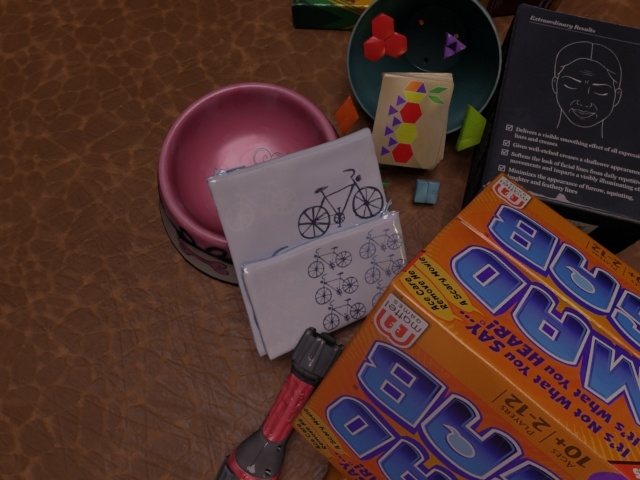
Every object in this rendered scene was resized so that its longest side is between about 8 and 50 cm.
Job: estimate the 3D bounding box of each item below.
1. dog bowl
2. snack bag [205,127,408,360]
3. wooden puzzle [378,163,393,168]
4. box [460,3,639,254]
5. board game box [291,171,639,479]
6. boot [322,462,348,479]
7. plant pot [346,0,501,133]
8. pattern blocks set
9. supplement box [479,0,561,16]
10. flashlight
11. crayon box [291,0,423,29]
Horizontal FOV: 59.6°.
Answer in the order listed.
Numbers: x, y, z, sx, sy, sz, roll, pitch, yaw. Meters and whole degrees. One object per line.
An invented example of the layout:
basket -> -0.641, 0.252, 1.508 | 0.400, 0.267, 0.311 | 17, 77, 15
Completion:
dog bowl -> -0.130, -0.124, 1.089 | 0.407, 0.150, 0.409 | 0, 72, 1
snack bag -> 0.000, 0.000, 0.975 | 0.322, 0.037, 0.343 | -20, 108, -19
wooden puzzle -> 0.130, -0.176, 1.175 | 0.083, 0.006, 0.050 | 7, 72, 3
box -> 0.461, -0.201, 1.069 | 0.293, 0.212, 0.396 | 15, 73, 6
board game box -> 0.245, 0.194, 0.797 | 0.356, 0.357, 0.356 | 40, 43, 13
boot -> 0.041, 0.318, 0.972 | 0.295, 0.104, 0.211 | -32, 68, -14
plant pot -> 0.218, -0.380, 1.127 | 0.290, 0.290, 0.195 | 20, 37, 8
pattern blocks set -> 0.170, -0.229, 1.055 | 0.285, 0.026, 0.325 | 13, 114, -10
supplement box -> 0.439, -0.607, 1.215 | 0.194, 0.191, 0.129 | -6, 71, 0
flashlight -> -0.065, 0.295, 0.936 | 0.103, 0.103, 0.304 | 29, 91, 55
crayon box -> 0.100, -0.585, 1.274 | 0.318, 0.081, 0.203 | 2, 71, 2
